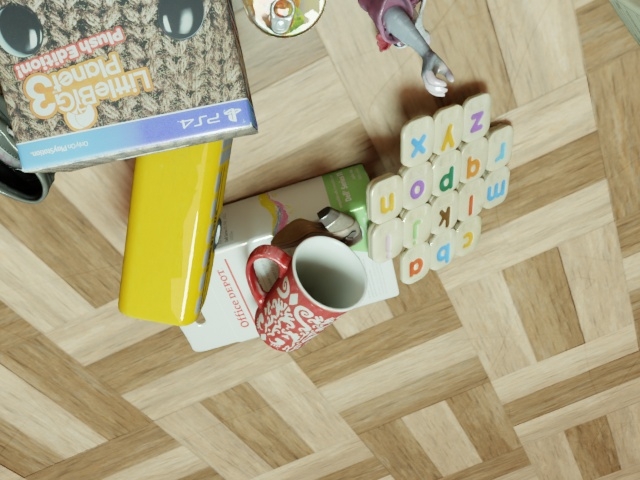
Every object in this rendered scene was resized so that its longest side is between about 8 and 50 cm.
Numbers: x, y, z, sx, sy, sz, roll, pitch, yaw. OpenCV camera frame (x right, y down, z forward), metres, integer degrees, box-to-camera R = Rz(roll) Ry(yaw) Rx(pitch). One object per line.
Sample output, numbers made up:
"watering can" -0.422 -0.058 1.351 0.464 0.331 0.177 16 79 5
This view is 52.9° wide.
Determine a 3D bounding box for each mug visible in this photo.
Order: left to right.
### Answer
"mug" -0.033 0.071 0.918 0.113 0.150 0.169 -33 168 -40

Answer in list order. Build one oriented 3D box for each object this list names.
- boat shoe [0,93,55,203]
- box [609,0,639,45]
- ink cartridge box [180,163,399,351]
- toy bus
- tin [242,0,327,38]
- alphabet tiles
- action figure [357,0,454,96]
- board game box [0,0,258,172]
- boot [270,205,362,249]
"boat shoe" -0.450 -0.160 0.767 0.112 0.096 0.335 -30 140 15
"box" 0.489 -0.282 0.807 0.127 0.232 0.148 -41 126 22
"ink cartridge box" -0.070 0.033 1.033 0.353 0.119 0.207 -16 130 1
"toy bus" -0.184 -0.068 0.846 0.108 0.130 0.333 11 105 -1
"tin" -0.037 -0.341 0.778 0.106 0.040 0.190 5 129 -11
"alphabet tiles" 0.184 -0.075 0.975 0.284 0.021 0.278 -25 129 -26
"action figure" 0.087 -0.343 0.701 0.275 0.248 0.370 28 153 7
"board game box" -0.209 -0.235 0.673 0.232 0.141 0.291 -12 97 -2
"boot" 0.000 0.000 0.921 0.118 0.042 0.087 -27 135 18
